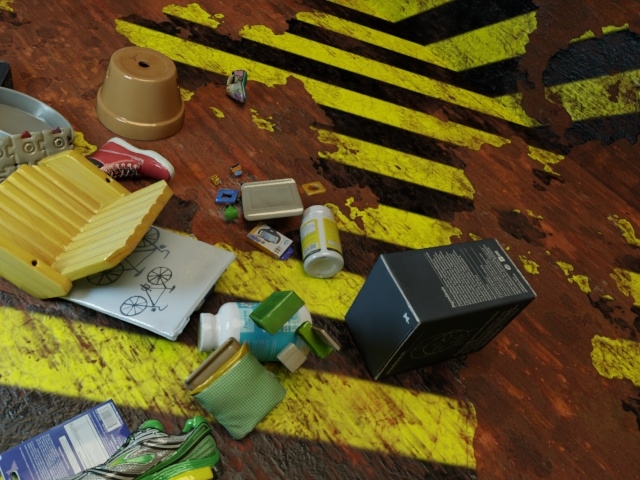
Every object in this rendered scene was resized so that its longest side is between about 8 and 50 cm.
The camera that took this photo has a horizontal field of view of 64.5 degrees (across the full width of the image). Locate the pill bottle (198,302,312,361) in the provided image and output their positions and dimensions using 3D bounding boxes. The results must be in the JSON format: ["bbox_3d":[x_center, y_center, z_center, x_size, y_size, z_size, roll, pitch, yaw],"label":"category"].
[{"bbox_3d":[-0.163,0.226,1.252,0.264,0.146,0.146,3,49,-20],"label":"pill bottle"}]

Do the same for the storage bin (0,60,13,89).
[{"bbox_3d":[-1.045,-0.480,1.573,0.122,0.084,0.180,7,47,-17],"label":"storage bin"}]

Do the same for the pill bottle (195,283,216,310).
[{"bbox_3d":[-0.317,0.123,1.337,0.067,0.067,0.120,27,46,3],"label":"pill bottle"}]

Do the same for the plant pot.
[{"bbox_3d":[-0.594,-0.503,1.695,0.291,0.203,0.290,12,48,-13],"label":"plant pot"}]

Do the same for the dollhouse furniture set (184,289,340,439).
[{"bbox_3d":[-0.123,0.280,1.103,0.301,0.151,0.197,-44,101,-17],"label":"dollhouse furniture set"}]

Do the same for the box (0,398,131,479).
[{"bbox_3d":[-0.496,0.429,1.009,0.225,0.036,0.136,-21,60,-37],"label":"box"}]

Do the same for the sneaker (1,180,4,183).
[{"bbox_3d":[-0.919,-0.221,1.377,0.095,0.104,0.236,-14,58,-33],"label":"sneaker"}]

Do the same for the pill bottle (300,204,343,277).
[{"bbox_3d":[0.000,0.000,1.541,0.119,0.119,0.208,7,48,-17],"label":"pill bottle"}]

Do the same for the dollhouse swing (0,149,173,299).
[{"bbox_3d":[-0.596,-0.084,1.217,0.315,0.305,0.346,42,42,-21],"label":"dollhouse swing"}]

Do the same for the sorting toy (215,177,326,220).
[{"bbox_3d":[-0.153,-0.123,1.606,0.348,0.047,0.195,-7,38,-7],"label":"sorting toy"}]

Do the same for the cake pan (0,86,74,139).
[{"bbox_3d":[-0.874,-0.345,1.471,0.293,0.054,0.293,30,23,-14],"label":"cake pan"}]

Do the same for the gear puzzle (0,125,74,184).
[{"bbox_3d":[-0.820,-0.198,1.341,0.044,0.175,0.339,22,31,34],"label":"gear puzzle"}]

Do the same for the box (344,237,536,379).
[{"bbox_3d":[0.314,0.182,1.384,0.396,0.293,0.211,-7,53,-28],"label":"box"}]

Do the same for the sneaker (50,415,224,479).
[{"bbox_3d":[-0.368,0.436,0.978,0.344,0.134,0.146,-4,69,-35],"label":"sneaker"}]

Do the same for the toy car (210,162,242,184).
[{"bbox_3d":[-0.309,-0.217,1.682,0.122,0.060,0.040,-31,110,-21],"label":"toy car"}]

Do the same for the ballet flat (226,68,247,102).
[{"bbox_3d":[-0.329,-0.606,1.995,0.079,0.076,0.221,-5,45,-2],"label":"ballet flat"}]

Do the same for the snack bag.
[{"bbox_3d":[-0.427,0.085,1.300,0.343,0.037,0.323,17,42,13],"label":"snack bag"}]

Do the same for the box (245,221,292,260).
[{"bbox_3d":[-0.149,0.005,1.540,0.136,0.028,0.081,30,45,8],"label":"box"}]

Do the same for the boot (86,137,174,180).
[{"bbox_3d":[-0.579,-0.205,1.517,0.245,0.088,0.176,22,45,9],"label":"boot"}]
